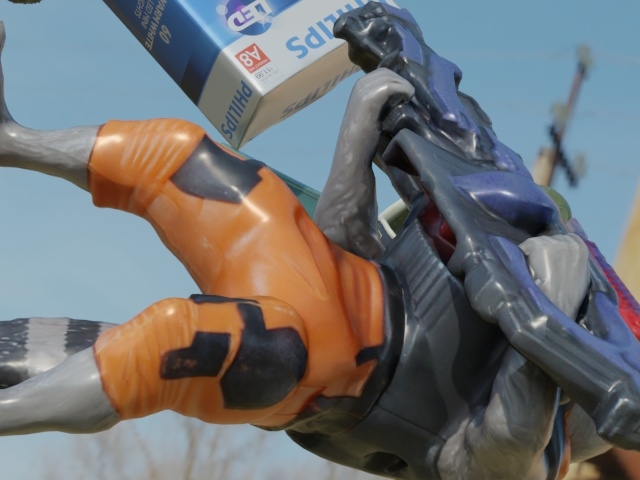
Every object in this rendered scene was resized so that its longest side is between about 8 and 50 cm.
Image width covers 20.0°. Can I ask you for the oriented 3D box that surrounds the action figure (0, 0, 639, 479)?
[{"bbox_3d":[-0.002,0.014,0.796,0.330,0.178,0.341,16,26,-17],"label":"action figure"}]

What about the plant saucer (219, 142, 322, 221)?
[{"bbox_3d":[0.000,0.000,1.236,0.192,0.067,0.018,26,-17,-34],"label":"plant saucer"}]

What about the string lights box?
[{"bbox_3d":[-0.085,-0.201,1.238,0.260,0.133,0.077,48,-31,11],"label":"string lights box"}]

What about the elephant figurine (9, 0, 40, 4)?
[{"bbox_3d":[-0.261,-0.300,1.653,0.239,0.169,0.186,29,-15,-3],"label":"elephant figurine"}]

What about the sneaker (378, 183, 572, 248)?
[{"bbox_3d":[0.097,-0.007,1.160,0.064,0.192,0.086,53,-34,24],"label":"sneaker"}]
